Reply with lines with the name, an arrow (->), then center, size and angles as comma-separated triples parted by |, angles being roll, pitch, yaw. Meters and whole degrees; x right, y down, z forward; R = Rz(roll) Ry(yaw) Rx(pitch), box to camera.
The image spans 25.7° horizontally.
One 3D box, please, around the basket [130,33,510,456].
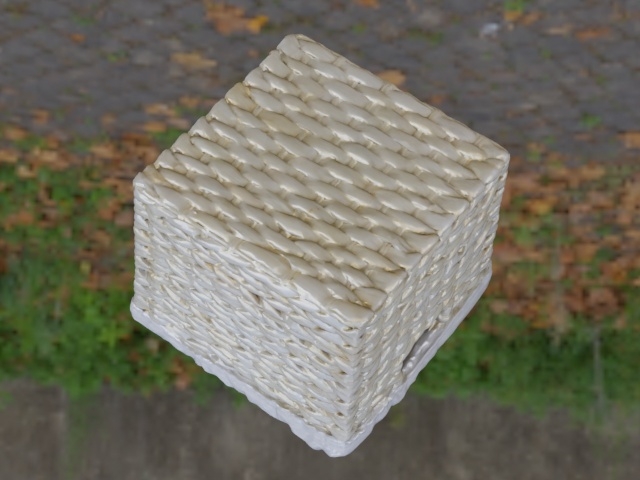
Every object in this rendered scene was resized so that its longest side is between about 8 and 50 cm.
basket -> 0.000, 0.000, 1.604 | 0.331, 0.328, 0.266 | 33, 149, 17
